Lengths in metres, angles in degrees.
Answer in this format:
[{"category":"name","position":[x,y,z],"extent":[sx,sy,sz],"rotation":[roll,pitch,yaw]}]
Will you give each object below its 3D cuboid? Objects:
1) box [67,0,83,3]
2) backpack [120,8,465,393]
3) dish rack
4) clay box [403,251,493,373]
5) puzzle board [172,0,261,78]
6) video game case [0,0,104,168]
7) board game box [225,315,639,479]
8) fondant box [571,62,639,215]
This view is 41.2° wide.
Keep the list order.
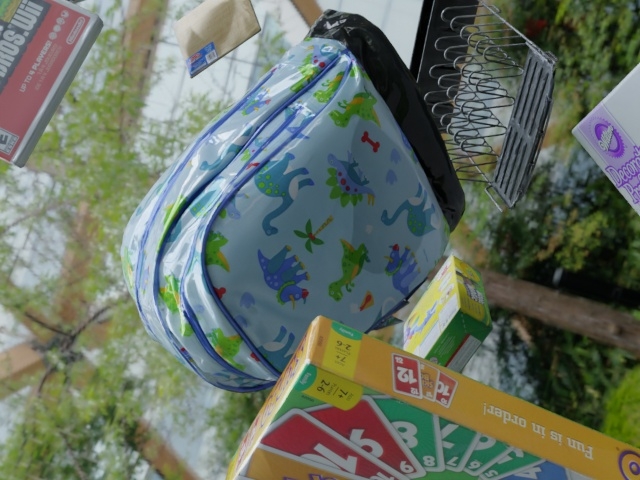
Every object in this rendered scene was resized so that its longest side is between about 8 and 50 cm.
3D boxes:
[{"category":"box","position":[-0.366,-0.427,1.128],"extent":[0.044,0.159,0.233],"rotation":[-4,-98,-73]},{"category":"backpack","position":[-0.028,-0.015,0.855],"extent":[0.355,0.273,0.290],"rotation":[-34,-62,-9]},{"category":"dish rack","position":[0.183,-0.170,1.014],"extent":[0.272,0.074,0.208],"rotation":[-114,26,-53]},{"category":"clay box","position":[0.161,0.106,1.104],"extent":[0.127,0.053,0.222],"rotation":[-58,3,19]},{"category":"puzzle board","position":[-0.146,-0.298,1.196],"extent":[0.011,0.128,0.096],"rotation":[18,-133,-59]},{"category":"video game case","position":[-0.430,-0.235,1.014],"extent":[0.204,0.285,0.025],"rotation":[-63,-7,-8]},{"category":"board game box","position":[0.093,0.129,0.395],"extent":[0.039,0.259,0.124],"rotation":[-77,12,-48]},{"category":"fondant box","position":[0.400,-0.035,0.765],"extent":[0.096,0.330,0.238],"rotation":[-34,-9,-10]}]
